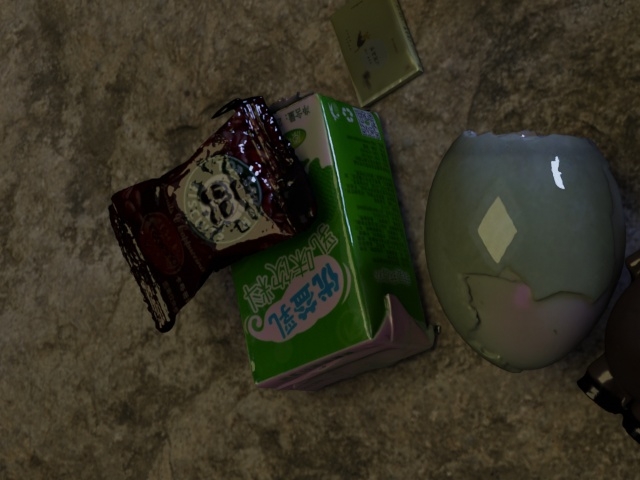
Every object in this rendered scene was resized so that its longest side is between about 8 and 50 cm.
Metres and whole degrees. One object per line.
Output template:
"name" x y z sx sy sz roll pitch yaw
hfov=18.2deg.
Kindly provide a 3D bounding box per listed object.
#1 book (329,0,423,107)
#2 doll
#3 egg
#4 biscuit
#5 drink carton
"book" 0.055 -0.199 2.017 0.077 0.014 0.111 -31 65 29
"doll" 0.329 0.053 1.709 0.182 0.117 0.257 44 109 27
"egg" 0.182 0.009 1.788 0.183 0.183 0.217 4 93 37
"biscuit" -0.112 -0.027 1.955 0.235 0.063 0.151 -34 76 26
"drink carton" 0.000 0.000 1.970 0.161 0.108 0.271 -23 71 35
